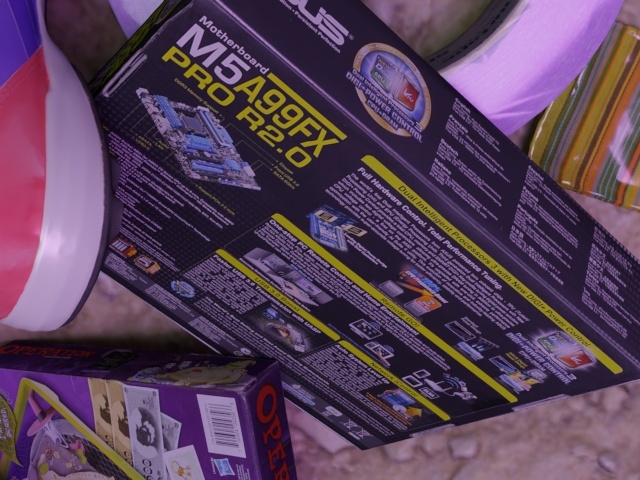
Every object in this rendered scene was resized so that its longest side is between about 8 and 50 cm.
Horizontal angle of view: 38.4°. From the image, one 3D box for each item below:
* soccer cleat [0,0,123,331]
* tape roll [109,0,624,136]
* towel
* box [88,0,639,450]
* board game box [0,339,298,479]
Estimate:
[{"bbox_3d":[-0.182,-0.096,0.412,0.116,0.318,0.109,8,132,-38],"label":"soccer cleat"},{"bbox_3d":[0.023,-0.176,0.485,0.274,0.090,0.275,0,106,1],"label":"tape roll"},{"bbox_3d":[0.246,-0.050,0.548,0.237,0.021,0.102,18,106,-3],"label":"towel"},{"bbox_3d":[0.000,0.000,0.467,0.270,0.060,0.216,38,141,-20],"label":"box"},{"bbox_3d":[-0.098,0.235,0.588,0.208,0.056,0.347,0,107,24],"label":"board game box"}]
